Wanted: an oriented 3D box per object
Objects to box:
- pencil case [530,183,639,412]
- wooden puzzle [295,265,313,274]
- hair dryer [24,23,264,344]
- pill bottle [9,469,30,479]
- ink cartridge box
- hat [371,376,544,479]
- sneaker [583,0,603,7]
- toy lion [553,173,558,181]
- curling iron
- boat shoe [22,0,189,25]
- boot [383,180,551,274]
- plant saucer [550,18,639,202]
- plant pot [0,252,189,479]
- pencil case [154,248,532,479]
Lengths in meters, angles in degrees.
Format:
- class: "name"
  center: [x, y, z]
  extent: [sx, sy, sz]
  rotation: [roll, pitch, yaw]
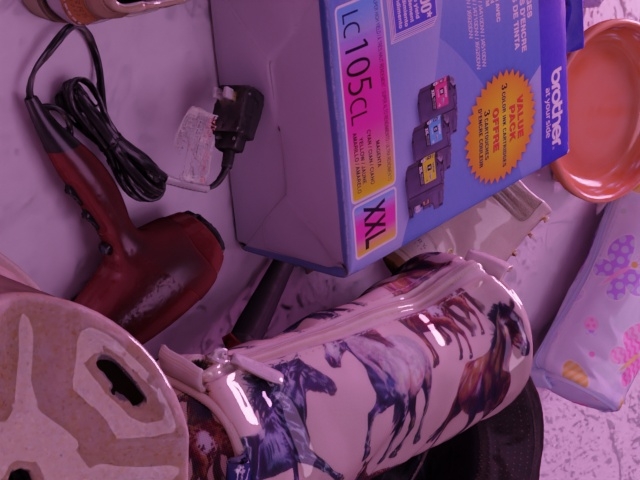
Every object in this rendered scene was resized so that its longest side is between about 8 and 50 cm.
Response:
- class: "pencil case"
  center: [0.334, 0.058, 2.087]
  extent: [0.124, 0.113, 0.273]
  rotation: [31, 80, -40]
- class: "wooden puzzle"
  center: [0.000, 0.000, 1.759]
  extent: [0.083, 0.006, 0.049]
  rotation: [-30, 125, -39]
- class: "hair dryer"
  center: [-0.175, -0.017, 1.522]
  extent: [0.223, 0.080, 0.294]
  rotation: [13, 89, -34]
- class: "pill bottle"
  center: [-0.229, 0.232, 1.490]
  extent: [0.219, 0.122, 0.123]
  rotation: [13, 93, -51]
- class: "ink cartridge box"
  center: [0.094, -0.170, 1.699]
  extent: [0.395, 0.151, 0.270]
  rotation: [-30, 125, -41]
- class: "hat"
  center: [0.057, 0.209, 1.805]
  extent: [0.331, 0.134, 0.331]
  rotation: [0, 90, -36]
- class: "sneaker"
  center: [0.253, -0.364, 1.857]
  extent: [0.235, 0.094, 0.153]
  rotation: [50, 57, -37]
- class: "toy lion"
  center: [0.305, -0.096, 2.063]
  extent: [0.096, 0.034, 0.100]
  rotation: [34, 77, -57]
- class: "curling iron"
  center: [-0.087, 0.102, 1.664]
  extent: [0.274, 0.068, 0.035]
  rotation: [-60, 138, -23]
- class: "boat shoe"
  center: [-0.096, -0.245, 1.480]
  extent: [0.302, 0.103, 0.113]
  rotation: [-37, 129, -35]
- class: "boot"
  center: [0.174, 0.023, 1.888]
  extent: [0.165, 0.077, 0.213]
  rotation: [-47, 133, -4]
- class: "plant saucer"
  center: [0.303, -0.141, 1.985]
  extent: [0.200, 0.037, 0.200]
  rotation: [-13, 110, -40]
- class: "plant pot"
  center: [-0.244, 0.145, 1.211]
  extent: [0.333, 0.305, 0.334]
  rotation: [1, 88, -31]
- class: "pencil case"
  center: [0.010, 0.125, 1.552]
  extent: [0.410, 0.160, 0.183]
  rotation: [-20, 142, -45]
